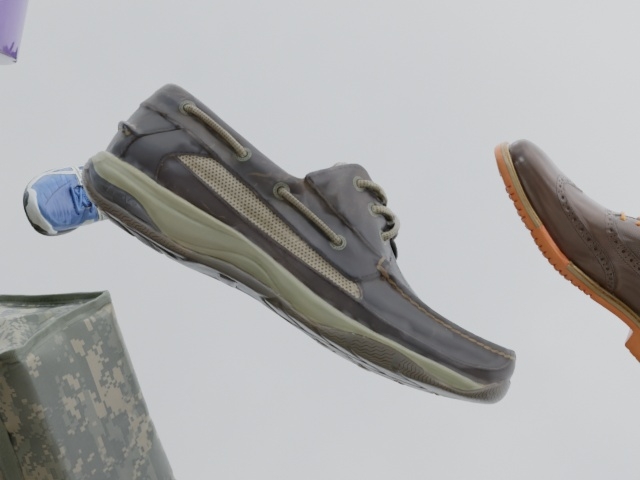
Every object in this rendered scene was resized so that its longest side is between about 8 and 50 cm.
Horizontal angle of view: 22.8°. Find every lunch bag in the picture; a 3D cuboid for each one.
[{"bbox_3d":[-0.322,0.183,1.615,0.287,0.169,0.235,-4,-69,39],"label":"lunch bag"}]

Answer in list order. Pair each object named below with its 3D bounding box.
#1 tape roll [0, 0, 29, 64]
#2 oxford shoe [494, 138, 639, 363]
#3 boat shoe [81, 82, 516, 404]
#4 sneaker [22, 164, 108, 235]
[{"bbox_3d":[-0.250,-0.153,0.860,0.189,0.189,0.080,10,-90,32],"label":"tape roll"},{"bbox_3d":[0.336,0.010,1.726,0.133,0.130,0.364,-41,-84,19],"label":"oxford shoe"},{"bbox_3d":[0.000,0.000,1.170,0.355,0.130,0.132,30,-6,-5],"label":"boat shoe"},{"bbox_3d":[-0.262,-0.062,1.860,0.081,0.211,0.080,-20,-86,38],"label":"sneaker"}]
